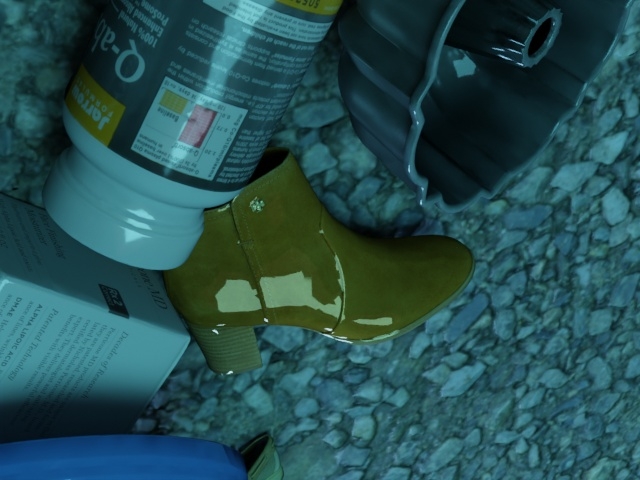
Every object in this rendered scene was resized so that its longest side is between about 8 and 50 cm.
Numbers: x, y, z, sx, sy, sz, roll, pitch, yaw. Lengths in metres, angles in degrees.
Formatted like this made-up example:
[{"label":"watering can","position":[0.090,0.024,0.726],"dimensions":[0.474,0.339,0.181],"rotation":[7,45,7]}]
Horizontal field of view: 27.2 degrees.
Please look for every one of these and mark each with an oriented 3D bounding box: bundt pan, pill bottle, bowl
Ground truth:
[{"label":"bundt pan","position":[0.133,-0.193,1.081],"dimensions":[0.331,0.124,0.331],"rotation":[-41,152,-27]},{"label":"pill bottle","position":[-0.104,-0.126,1.033],"dimensions":[0.162,0.162,0.278],"rotation":[15,114,-35]},{"label":"bowl","position":[-0.252,0.257,1.149],"dimensions":[0.391,0.077,0.391],"rotation":[-9,160,-3]}]

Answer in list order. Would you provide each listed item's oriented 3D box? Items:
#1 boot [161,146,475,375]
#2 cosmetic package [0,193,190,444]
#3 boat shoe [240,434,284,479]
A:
[{"label":"boot","position":[-0.001,0.000,1.216],"dimensions":[0.295,0.104,0.211],"rotation":[-20,130,-9]},{"label":"cosmetic package","position":[-0.240,0.073,1.111],"dimensions":[0.183,0.151,0.151],"rotation":[22,110,-38]},{"label":"boat shoe","position":[-0.100,0.255,1.358],"dimensions":[0.153,0.056,0.048],"rotation":[-29,118,-36]}]
